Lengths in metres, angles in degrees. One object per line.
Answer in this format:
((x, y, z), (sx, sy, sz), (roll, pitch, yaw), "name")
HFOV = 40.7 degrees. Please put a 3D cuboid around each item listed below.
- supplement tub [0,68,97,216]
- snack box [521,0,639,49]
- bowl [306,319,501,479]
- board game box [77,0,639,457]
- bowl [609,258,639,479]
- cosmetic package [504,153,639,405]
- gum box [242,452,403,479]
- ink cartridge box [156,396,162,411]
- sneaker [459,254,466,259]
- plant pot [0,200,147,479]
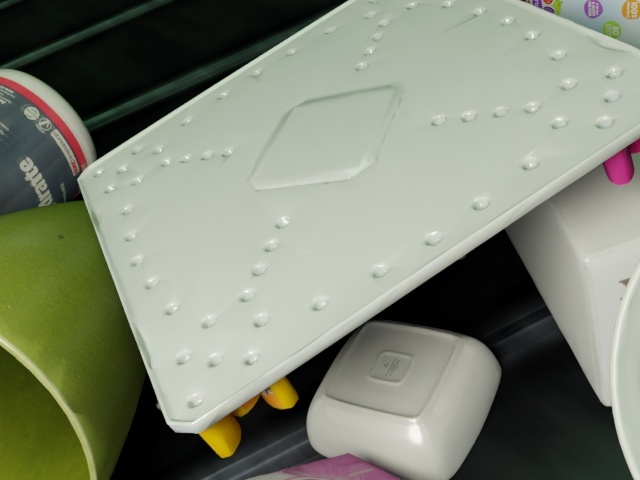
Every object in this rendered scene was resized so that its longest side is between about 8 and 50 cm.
((-0.427, -0.066, 1.057), (0.191, 0.191, 0.272), (9, 46, 33), "supplement tub")
((0.289, -0.239, 0.777), (0.207, 0.070, 0.174), (14, 47, 33), "snack box")
((0.064, 0.122, 0.712), (0.142, 0.053, 0.142), (8, 47, 33), "bowl")
((0.013, -0.065, 0.683), (0.390, 0.050, 0.390), (-33, 35, -5), "board game box")
((0.331, 0.081, 0.521), (0.298, 0.298, 0.134), (-6, -5, 18), "bowl")
((0.270, -0.091, 0.790), (0.230, 0.161, 0.453), (-17, 36, 3), "cosmetic package")
((0.004, 0.198, 0.558), (0.107, 0.062, 0.188), (18, 9, 37), "gum box")
((0.000, 0.000, 0.761), (0.371, 0.069, 0.176), (-37, 33, 19), "ink cartridge box")
((0.105, -0.012, 0.867), (0.067, 0.042, 0.118), (-14, 30, 2), "sneaker")
((-0.263, 0.085, 0.766), (0.275, 0.275, 0.293), (-7, 26, 17), "plant pot")
